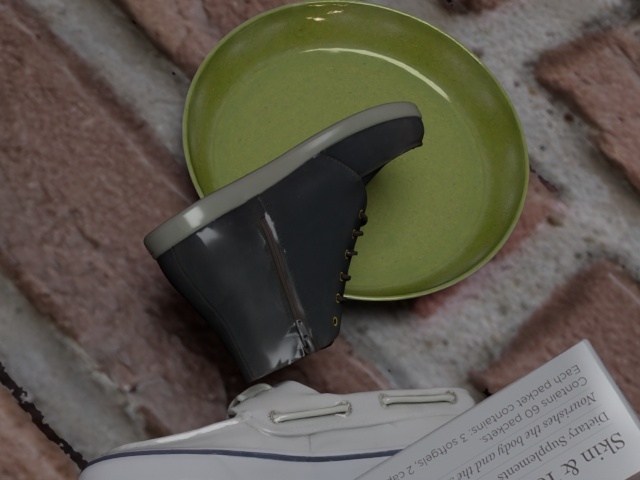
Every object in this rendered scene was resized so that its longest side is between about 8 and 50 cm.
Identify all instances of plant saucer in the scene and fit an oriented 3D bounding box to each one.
[{"bbox_3d":[0.023,-0.058,1.255,0.241,0.037,0.241,5,59,-9],"label":"plant saucer"}]

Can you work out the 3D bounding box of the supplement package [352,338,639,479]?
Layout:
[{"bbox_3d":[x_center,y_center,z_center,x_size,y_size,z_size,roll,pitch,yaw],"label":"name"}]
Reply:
[{"bbox_3d":[0.140,0.232,0.979,0.199,0.198,0.263,-32,66,4],"label":"supplement package"}]

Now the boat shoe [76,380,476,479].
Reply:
[{"bbox_3d":[-0.019,0.127,1.108,0.267,0.096,0.088,-3,57,-16],"label":"boat shoe"}]

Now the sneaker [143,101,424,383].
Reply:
[{"bbox_3d":[0.000,0.000,1.163,0.222,0.083,0.118,-31,91,-33],"label":"sneaker"}]
